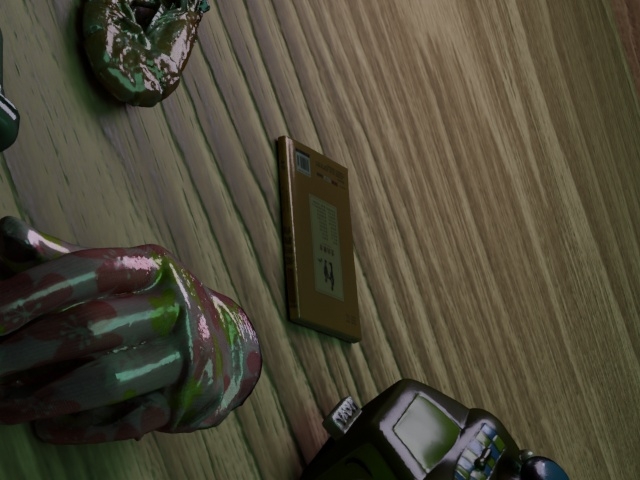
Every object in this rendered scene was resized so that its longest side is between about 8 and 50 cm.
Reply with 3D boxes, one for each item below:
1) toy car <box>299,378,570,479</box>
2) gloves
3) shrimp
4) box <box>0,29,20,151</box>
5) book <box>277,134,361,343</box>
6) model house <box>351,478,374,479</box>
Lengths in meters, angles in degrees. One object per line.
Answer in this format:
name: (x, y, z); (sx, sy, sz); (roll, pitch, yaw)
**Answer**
toy car: (0.072, 0.220, 1.241); (0.198, 0.204, 0.248); (49, 30, -2)
gloves: (-0.133, 0.059, 0.968); (0.241, 0.126, 0.145); (23, 63, -66)
shrimp: (-0.135, -0.168, 1.157); (0.099, 0.041, 0.180); (50, 36, -15)
box: (-0.257, -0.112, 0.820); (0.172, 0.124, 0.093); (47, 30, -45)
book: (0.000, 0.000, 1.346); (0.118, 0.012, 0.172); (25, 57, -56)
model house: (-0.001, 0.322, 1.036); (0.199, 0.219, 0.229); (-91, 168, -74)
